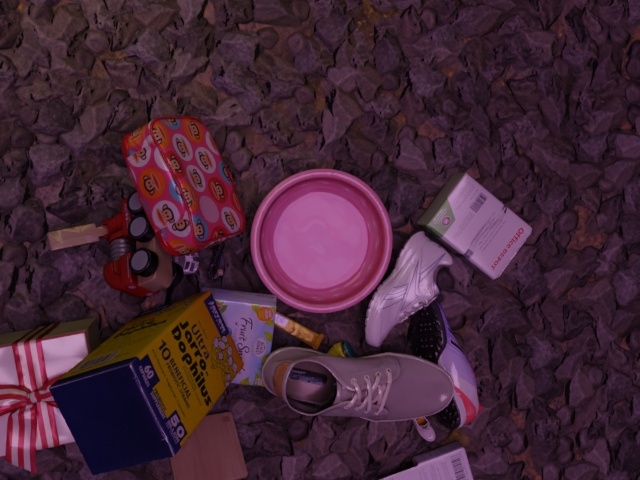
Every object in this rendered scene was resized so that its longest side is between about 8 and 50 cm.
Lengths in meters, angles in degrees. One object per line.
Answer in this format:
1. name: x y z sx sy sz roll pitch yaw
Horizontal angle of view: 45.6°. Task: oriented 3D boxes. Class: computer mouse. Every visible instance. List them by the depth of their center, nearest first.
1. computer mouse: -0.316 0.043 1.739 0.193 0.042 0.106 0 81 -9

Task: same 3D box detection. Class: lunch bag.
1. lunch bag: -0.278 -0.125 1.651 0.120 0.258 0.293 -22 90 29

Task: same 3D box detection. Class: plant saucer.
1. plant saucer: 0.000 0.000 1.773 0.332 0.084 0.332 0 93 -9

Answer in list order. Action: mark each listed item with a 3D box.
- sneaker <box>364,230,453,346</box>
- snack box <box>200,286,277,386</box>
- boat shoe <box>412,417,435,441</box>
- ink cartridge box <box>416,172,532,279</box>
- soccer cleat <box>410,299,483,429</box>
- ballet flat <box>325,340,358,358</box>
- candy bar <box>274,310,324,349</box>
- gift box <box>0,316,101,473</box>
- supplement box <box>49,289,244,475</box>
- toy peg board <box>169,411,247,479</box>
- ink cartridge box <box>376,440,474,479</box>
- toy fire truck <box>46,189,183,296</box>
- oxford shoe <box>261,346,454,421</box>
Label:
1. sneaker: 0.202 0.125 1.783 0.129 0.111 0.297 30 89 14
2. snack box: -0.195 0.218 1.719 0.174 0.070 0.207 8 111 -5
3. boat shoe: 0.252 0.452 1.861 0.035 0.035 0.100 -31 97 -7
4. ink cartridge box: 0.370 -0.034 1.830 0.219 0.092 0.160 39 86 -10
5. soccer cleat: 0.308 0.289 1.843 0.116 0.108 0.318 -13 87 -38
6. ballet flat: 0.091 0.345 1.818 0.077 0.077 0.231 -34 96 15
7. candy bar: -0.067 0.206 1.803 0.161 0.018 0.040 30 84 -9
8. gift box: -0.561 0.318 1.601 0.255 0.258 0.276 -15 94 -8
9. supplement box: -0.329 0.270 1.519 0.195 0.356 0.194 -18 102 20
10. toy peg board: -0.267 0.491 1.731 0.160 0.079 0.161 -5 52 -22
11. ink cartridge box: 0.272 0.662 1.863 0.239 0.060 0.275 -17 96 -8
12. toy fire truck: -0.448 0.019 1.654 0.246 0.158 0.217 -19 64 21
13. oxford shoe: 0.093 0.331 1.695 0.449 0.130 0.169 10 96 -14
